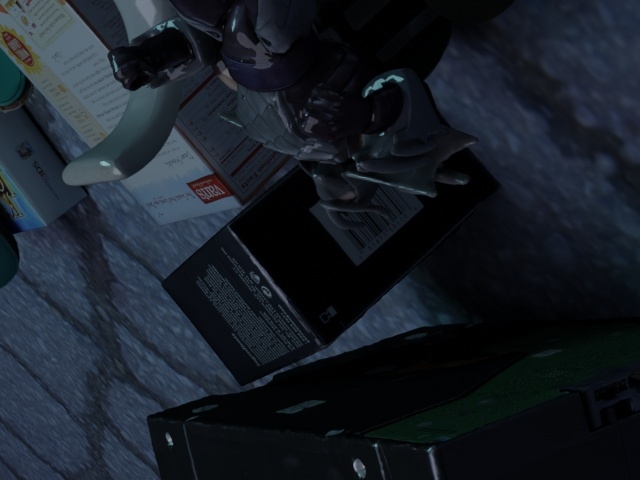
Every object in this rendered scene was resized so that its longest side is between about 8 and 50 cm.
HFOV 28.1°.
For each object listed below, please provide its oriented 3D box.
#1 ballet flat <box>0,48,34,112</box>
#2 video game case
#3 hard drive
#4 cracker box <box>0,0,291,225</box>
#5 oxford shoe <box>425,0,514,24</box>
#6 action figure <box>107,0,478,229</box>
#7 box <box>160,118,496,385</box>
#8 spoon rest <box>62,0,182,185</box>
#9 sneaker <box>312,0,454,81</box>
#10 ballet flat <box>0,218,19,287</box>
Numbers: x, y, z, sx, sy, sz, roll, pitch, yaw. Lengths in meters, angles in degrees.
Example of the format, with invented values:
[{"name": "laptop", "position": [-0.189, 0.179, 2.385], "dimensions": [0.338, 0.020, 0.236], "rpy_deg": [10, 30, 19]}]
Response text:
[{"name": "ballet flat", "position": [-0.325, -0.216, 1.127], "dimensions": [0.241, 0.091, 0.077], "rpy_deg": [53, -176, 0]}, {"name": "video game case", "position": [-0.384, -0.116, 1.354], "dimensions": [0.244, 0.061, 0.269], "rpy_deg": [55, 153, -15]}, {"name": "hard drive", "position": [0.069, 0.104, 0.749], "dimensions": [0.339, 0.237, 0.064], "rpy_deg": [-11, 94, 60]}, {"name": "cracker box", "position": [-0.144, -0.121, 0.946], "dimensions": [0.232, 0.067, 0.156], "rpy_deg": [50, 154, -17]}, {"name": "oxford shoe", "position": [0.036, -0.200, 0.603], "dimensions": [0.212, 0.076, 0.076], "rpy_deg": [58, -177, -24]}, {"name": "action figure", "position": [-0.034, -0.101, 0.571], "dimensions": [0.185, 0.099, 0.285], "rpy_deg": [12, 146, 37]}, {"name": "box", "position": [0.000, 0.000, 0.807], "dimensions": [0.093, 0.156, 0.158], "rpy_deg": [50, 154, -2]}, {"name": "spoon rest", "position": [-0.139, -0.170, 0.667], "dimensions": [0.137, 0.084, 0.276], "rpy_deg": [-2, 112, 43]}, {"name": "sneaker", "position": [-0.042, -0.201, 0.670], "dimensions": [0.118, 0.110, 0.292], "rpy_deg": [21, 143, 59]}, {"name": "ballet flat", "position": [-0.401, -0.061, 1.286], "dimensions": [0.096, 0.095, 0.280], "rpy_deg": [35, 153, 49]}]
